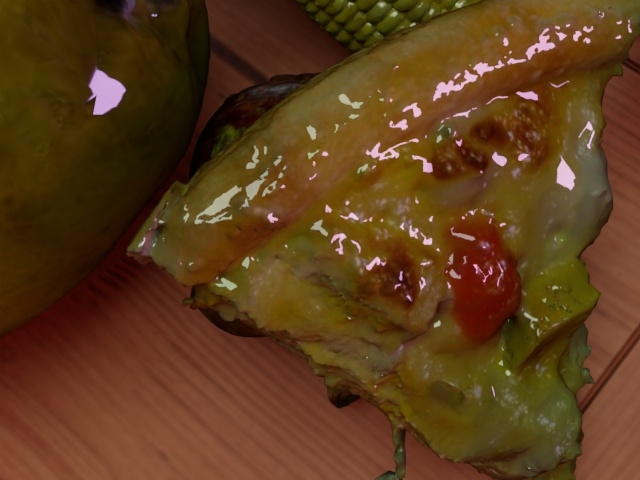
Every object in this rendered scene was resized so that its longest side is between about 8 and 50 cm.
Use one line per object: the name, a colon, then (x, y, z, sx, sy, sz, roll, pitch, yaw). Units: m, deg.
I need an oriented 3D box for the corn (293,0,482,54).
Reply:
corn: (0.029, -0.155, 0.631, 0.244, 0.093, 0.093, 37, 80, -22)

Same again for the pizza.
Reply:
pizza: (0.086, 0.025, 0.561, 0.280, 0.288, 0.075, -37, 26, -14)

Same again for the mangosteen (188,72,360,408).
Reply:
mangosteen: (-0.003, -0.009, 0.643, 0.156, 0.181, 0.146, -8, 28, -9)

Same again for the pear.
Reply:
pear: (-0.262, -0.099, 0.601, 0.413, 0.352, 0.352, -7, 73, 7)
